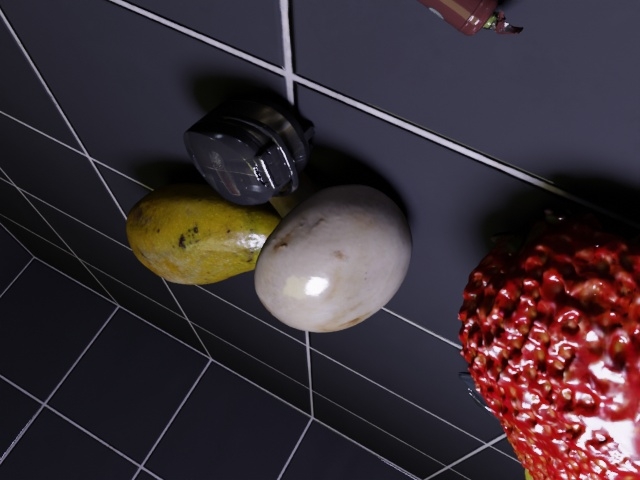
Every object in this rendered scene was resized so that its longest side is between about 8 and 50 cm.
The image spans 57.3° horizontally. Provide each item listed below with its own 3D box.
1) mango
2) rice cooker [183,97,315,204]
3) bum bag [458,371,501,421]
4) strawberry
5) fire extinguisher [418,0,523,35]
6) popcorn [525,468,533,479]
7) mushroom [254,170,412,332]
[{"bbox_3d":[-0.190,-0.008,0.964,0.176,0.175,0.329,-8,-171,-43],"label":"mango"},{"bbox_3d":[-0.087,-0.107,0.697,0.165,0.106,0.112,9,136,36],"label":"rice cooker"},{"bbox_3d":[0.315,0.273,1.014,0.123,0.060,0.248,19,155,30],"label":"bum bag"},{"bbox_3d":[0.248,0.117,0.567,0.261,0.257,0.261,30,165,9],"label":"strawberry"},{"bbox_3d":[0.084,-0.185,0.423,0.132,0.039,0.056,34,-171,-5],"label":"fire extinguisher"},{"bbox_3d":[0.426,0.336,0.817,0.286,0.215,0.252,28,151,0],"label":"popcorn"},{"bbox_3d":[0.000,0.000,0.736,0.215,0.207,0.207,56,167,26],"label":"mushroom"}]
